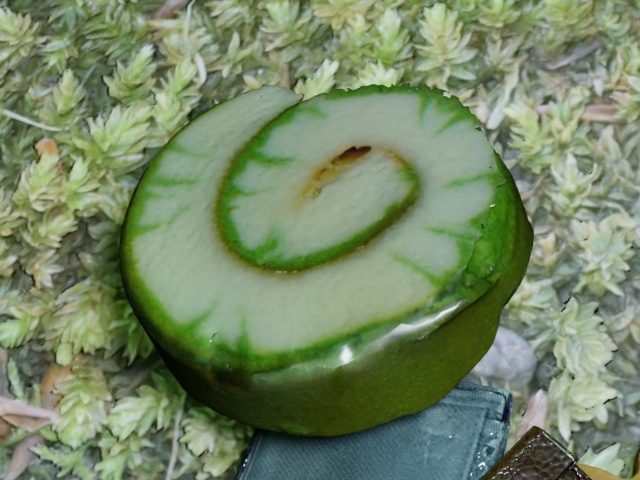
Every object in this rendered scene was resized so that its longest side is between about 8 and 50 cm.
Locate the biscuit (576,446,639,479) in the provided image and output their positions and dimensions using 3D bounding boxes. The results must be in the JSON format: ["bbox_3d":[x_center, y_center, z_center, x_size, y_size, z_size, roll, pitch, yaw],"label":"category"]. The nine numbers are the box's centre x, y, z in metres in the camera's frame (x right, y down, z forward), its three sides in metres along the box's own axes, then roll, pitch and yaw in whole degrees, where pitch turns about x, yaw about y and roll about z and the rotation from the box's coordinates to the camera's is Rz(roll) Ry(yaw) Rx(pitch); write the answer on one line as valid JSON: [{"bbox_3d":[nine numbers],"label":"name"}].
[{"bbox_3d":[0.283,0.289,1.217,0.355,0.052,0.275,-2,67,11],"label":"biscuit"}]

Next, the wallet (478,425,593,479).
[{"bbox_3d":[0.143,0.273,1.160,0.243,0.039,0.133,-39,74,-24],"label":"wallet"}]

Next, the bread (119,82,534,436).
[{"bbox_3d":[0.000,0.000,1.331,0.366,0.129,0.382,-32,50,-7],"label":"bread"}]

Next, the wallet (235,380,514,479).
[{"bbox_3d":[0.020,0.272,1.248,0.237,0.075,0.342,7,59,23],"label":"wallet"}]
